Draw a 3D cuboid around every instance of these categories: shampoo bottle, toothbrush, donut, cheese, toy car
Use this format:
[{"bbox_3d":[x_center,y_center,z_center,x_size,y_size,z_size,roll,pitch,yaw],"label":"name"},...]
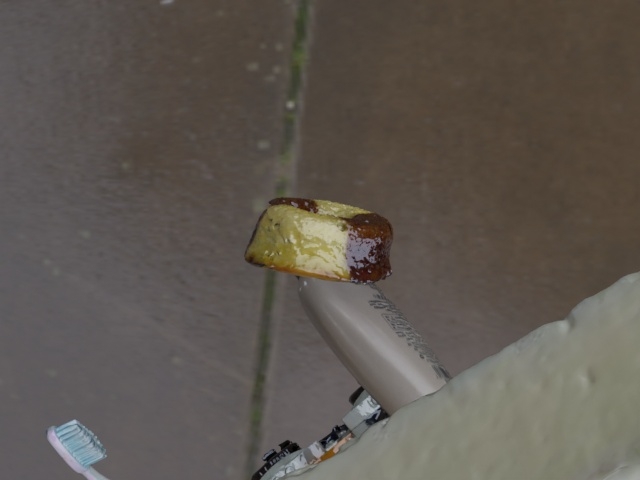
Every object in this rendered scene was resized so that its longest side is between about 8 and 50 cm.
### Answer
[{"bbox_3d":[0.049,0.095,1.734,0.078,0.257,0.127,-50,141,15],"label":"shampoo bottle"},{"bbox_3d":[-0.104,0.184,1.130,0.269,0.027,0.021,52,23,-49],"label":"toothbrush"},{"bbox_3d":[0.000,0.000,1.462,0.140,0.140,0.059,5,99,-31],"label":"donut"},{"bbox_3d":[0.095,0.066,0.633,0.034,0.400,0.085,28,38,-49],"label":"cheese"},{"bbox_3d":[0.062,0.269,1.989,0.301,0.118,0.193,-39,82,-1],"label":"toy car"}]
